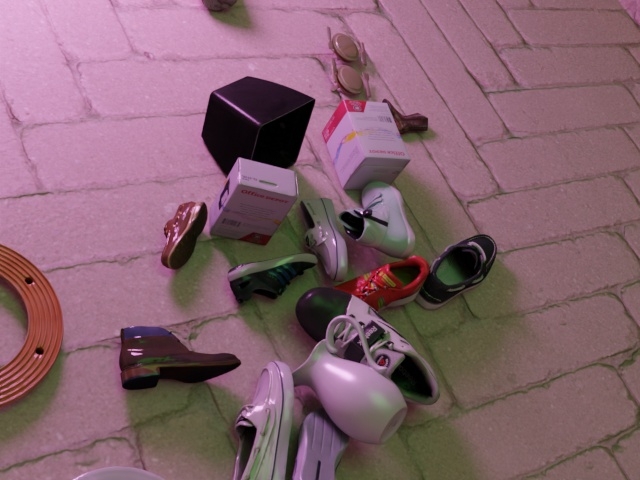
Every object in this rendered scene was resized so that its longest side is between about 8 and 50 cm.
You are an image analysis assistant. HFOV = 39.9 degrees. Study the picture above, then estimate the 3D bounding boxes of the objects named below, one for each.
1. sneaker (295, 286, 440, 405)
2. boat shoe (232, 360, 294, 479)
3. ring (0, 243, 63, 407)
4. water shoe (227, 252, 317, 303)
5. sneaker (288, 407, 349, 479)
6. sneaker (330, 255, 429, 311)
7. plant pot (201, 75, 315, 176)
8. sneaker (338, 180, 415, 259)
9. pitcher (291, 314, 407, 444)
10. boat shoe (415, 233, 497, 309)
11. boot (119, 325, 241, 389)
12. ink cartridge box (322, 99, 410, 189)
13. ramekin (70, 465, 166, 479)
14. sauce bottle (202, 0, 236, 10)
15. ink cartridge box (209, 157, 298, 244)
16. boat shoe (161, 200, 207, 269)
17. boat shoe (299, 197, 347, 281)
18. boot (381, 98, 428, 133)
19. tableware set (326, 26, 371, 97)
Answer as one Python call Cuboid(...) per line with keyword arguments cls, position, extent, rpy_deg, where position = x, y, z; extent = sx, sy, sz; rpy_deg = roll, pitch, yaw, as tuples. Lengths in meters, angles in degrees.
Cuboid(cls="sneaker", position=(0.102, 0.202, 1.689), extent=(0.331, 0.146, 0.122), rpy_deg=(35, 87, -6))
Cuboid(cls="boat shoe", position=(-0.109, 0.327, 1.543), extent=(0.088, 0.096, 0.267), rpy_deg=(20, 56, -22))
Cuboid(cls="ring", position=(-0.595, 0.135, 1.450), extent=(0.337, 0.032, 0.336), rpy_deg=(16, 48, -19))
Cuboid(cls="water shoe", position=(-0.093, 0.078, 1.772), extent=(0.203, 0.073, 0.080), rpy_deg=(-11, 84, -31))
Cuboid(cls="sneaker", position=(-0.015, 0.392, 1.550), extent=(0.094, 0.091, 0.258), rpy_deg=(29, 25, -1))
Cuboid(cls="sneaker", position=(0.109, 0.097, 1.817), extent=(0.279, 0.118, 0.107), rpy_deg=(-25, 71, -31))
Cuboid(cls="plant pot", position=(-0.151, -0.247, 1.912), extent=(0.167, 0.187, 0.188), rpy_deg=(37, 44, 18))
Cuboid(cls="sneaker", position=(0.104, -0.069, 1.925), extent=(0.151, 0.094, 0.256), rpy_deg=(18, 28, -27))
Cuboid(cls="pitcher", position=(0.065, 0.252, 1.595), extent=(0.207, 0.177, 0.125), rpy_deg=(35, 12, 25))
Cuboid(cls="boat shoe", position=(0.327, 0.057, 2.001), extent=(0.114, 0.091, 0.302), rpy_deg=(45, 47, 7))
Cuboid(cls="boot", position=(-0.252, 0.195, 1.566), extent=(0.219, 0.082, 0.106), rpy_deg=(-2, 60, -29))
Cuboid(cls="ink cartridge box", position=(0.105, -0.220, 2.062), extent=(0.128, 0.127, 0.176), rpy_deg=(1, 55, -30))
Cuboid(cls="ramekin", position=(-0.307, 0.480, 1.281), extent=(0.273, 0.127, 0.272), rpy_deg=(16, 49, -20))
Cuboid(cls="sauce bottle", position=(-0.298, -0.744, 2.248), extent=(0.112, 0.111, 0.344), rpy_deg=(-4, 60, -32))
Cuboid(cls="ink cartridge box", position=(-0.136, -0.076, 1.778), extent=(0.128, 0.175, 0.072), rpy_deg=(13, 51, -22))
Cuboid(cls="boat shoe", position=(-0.277, -0.010, 1.732), extent=(0.060, 0.064, 0.178), rpy_deg=(7, 44, 13))
Cuboid(cls="boat shoe", position=(0.000, 0.000, 1.877), extent=(0.076, 0.083, 0.226), rpy_deg=(2, 42, -16))
Cuboid(cls="boot", position=(0.221, -0.323, 2.272), extent=(0.114, 0.037, 0.106), rpy_deg=(-15, 78, -34))
Cuboid(cls="tableware set", position=(0.062, -0.452, 2.283), extent=(0.128, 0.039, 0.194), rpy_deg=(16, 54, -34))
